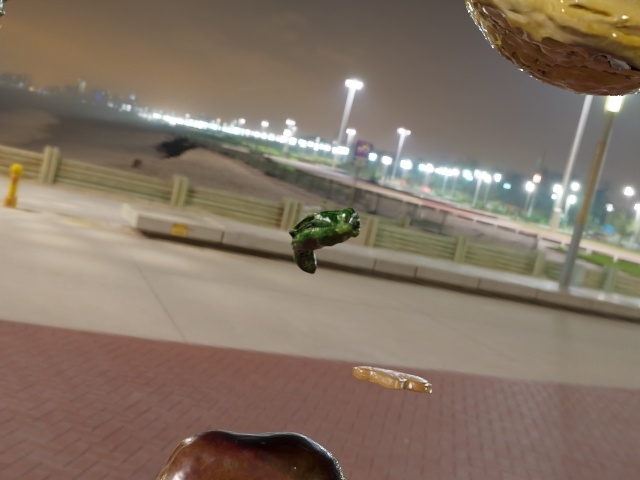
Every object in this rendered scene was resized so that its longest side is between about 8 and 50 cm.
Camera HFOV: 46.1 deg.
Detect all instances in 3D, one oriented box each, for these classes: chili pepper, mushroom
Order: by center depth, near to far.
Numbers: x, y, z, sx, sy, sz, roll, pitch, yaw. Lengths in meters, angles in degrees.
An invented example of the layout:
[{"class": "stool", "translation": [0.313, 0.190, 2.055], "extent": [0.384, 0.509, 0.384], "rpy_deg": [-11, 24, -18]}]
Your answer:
[{"class": "mushroom", "translation": [-0.080, 0.328, 0.942], "extent": [0.227, 0.148, 0.217], "rpy_deg": [9, -34, 4]}, {"class": "chili pepper", "translation": [-0.007, -0.001, 1.114], "extent": [0.073, 0.050, 0.182], "rpy_deg": [16, -25, -19]}]

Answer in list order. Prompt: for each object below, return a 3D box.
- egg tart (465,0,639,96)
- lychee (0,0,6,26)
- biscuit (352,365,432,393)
[{"class": "egg tart", "translation": [0.314, -0.301, 0.892], "extent": [0.443, 0.178, 0.443], "rpy_deg": [7, 46, -8]}, {"class": "lychee", "translation": [-0.402, -0.244, 0.633], "extent": [0.320, 0.270, 0.270], "rpy_deg": [-10, 2, 8]}, {"class": "biscuit", "translation": [0.124, 0.237, 1.290], "extent": [0.140, 0.023, 0.118], "rpy_deg": [13, -3, 0]}]
